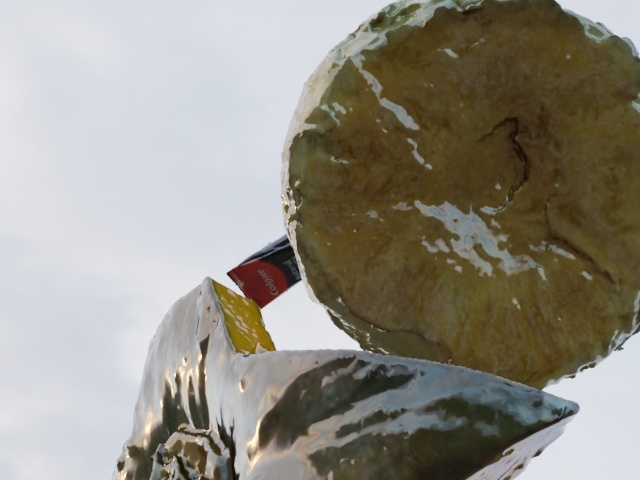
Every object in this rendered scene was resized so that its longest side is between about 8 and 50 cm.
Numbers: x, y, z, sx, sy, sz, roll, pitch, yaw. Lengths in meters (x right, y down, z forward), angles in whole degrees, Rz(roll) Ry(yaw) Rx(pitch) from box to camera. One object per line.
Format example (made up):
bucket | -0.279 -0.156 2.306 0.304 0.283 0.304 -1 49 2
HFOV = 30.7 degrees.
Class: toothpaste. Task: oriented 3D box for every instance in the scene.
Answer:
toothpaste | 0.000 0.000 1.167 0.193 0.045 0.071 -34 -45 -5

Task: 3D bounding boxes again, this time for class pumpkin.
pumpkin | -0.037 0.140 0.524 0.095 0.258 0.290 15 -77 -28

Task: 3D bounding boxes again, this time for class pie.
pie | 0.128 -0.038 0.917 0.339 0.339 0.083 30 2 -7
